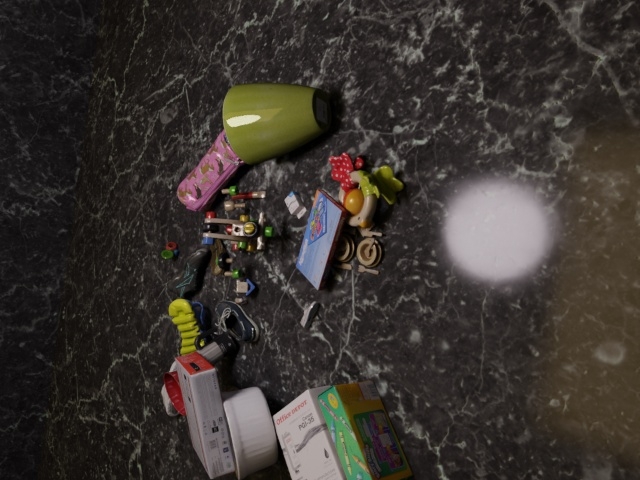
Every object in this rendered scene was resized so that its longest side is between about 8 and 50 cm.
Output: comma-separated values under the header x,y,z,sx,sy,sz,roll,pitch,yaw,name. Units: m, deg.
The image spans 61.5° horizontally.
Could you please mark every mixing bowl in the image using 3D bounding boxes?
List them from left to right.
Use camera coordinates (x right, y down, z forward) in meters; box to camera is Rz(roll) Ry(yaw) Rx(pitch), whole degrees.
x,y,z,sx,sy,sz,roll,pitch,yaw,name
-0.529,0.581,2.115,0.181,0.098,0.181,25,126,41,mixing bowl

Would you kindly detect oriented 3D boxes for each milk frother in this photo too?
x,y,z,sx,sy,sz,roll,pitch,yaw,name
-0.409,0.402,2.004,0.129,0.134,0.143,54,149,9,milk frother

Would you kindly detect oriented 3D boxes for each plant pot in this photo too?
x,y,z,sx,sy,sz,roll,pitch,yaw,name
-0.122,-0.408,1.779,0.293,0.275,0.275,-5,81,28,plant pot

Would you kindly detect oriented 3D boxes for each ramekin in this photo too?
x,y,z,sx,sy,sz,roll,pitch,yaw,name
-0.233,0.611,1.738,0.277,0.135,0.277,169,90,-73,ramekin

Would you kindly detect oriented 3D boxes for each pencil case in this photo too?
x,y,z,sx,sy,sz,roll,pitch,yaw,name
-0.403,-0.270,2.089,0.160,0.167,0.386,50,124,-1,pencil case

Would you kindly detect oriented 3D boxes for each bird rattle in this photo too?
x,y,z,sx,sy,sz,roll,pitch,yaw,name
0.103,-0.146,1.581,0.253,0.143,0.207,25,107,46,bird rattle

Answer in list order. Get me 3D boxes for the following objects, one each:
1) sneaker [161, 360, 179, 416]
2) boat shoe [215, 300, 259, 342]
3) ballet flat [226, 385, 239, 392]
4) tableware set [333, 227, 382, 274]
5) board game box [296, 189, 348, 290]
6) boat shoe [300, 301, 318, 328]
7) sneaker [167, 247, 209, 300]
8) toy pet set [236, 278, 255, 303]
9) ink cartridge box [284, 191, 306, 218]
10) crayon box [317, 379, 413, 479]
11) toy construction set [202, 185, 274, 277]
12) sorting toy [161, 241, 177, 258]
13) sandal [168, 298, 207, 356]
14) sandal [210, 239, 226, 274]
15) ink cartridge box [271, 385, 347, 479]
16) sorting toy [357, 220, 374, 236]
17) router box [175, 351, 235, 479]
x,y,z,sx,sy,sz,roll,pitch,yaw,name
-0.617,0.601,2.230,0.115,0.090,0.232,14,93,49,sneaker
-0.324,0.297,1.982,0.254,0.079,0.095,37,110,41,boat shoe
-0.333,0.642,1.963,0.073,0.080,0.232,-153,78,-72,ballet flat
0.099,0.028,1.616,0.194,0.039,0.128,9,96,46,tableware set
0.000,0.000,1.667,0.145,0.027,0.281,44,127,43,board game box
-0.039,0.235,1.739,0.035,0.035,0.100,39,118,38,boat shoe
-0.520,0.139,2.209,0.106,0.101,0.267,47,118,13,sneaker
-0.277,0.170,1.984,0.114,0.065,0.122,130,141,-74,toy pet set
-0.086,-0.121,1.837,0.048,0.028,0.083,-47,55,31,ink cartridge box
0.118,0.525,1.447,0.081,0.165,0.278,-43,56,32,crayon box
-0.248,-0.059,1.901,0.237,0.257,0.309,-3,57,20,toy construction set
-0.658,0.055,2.366,0.042,0.061,0.102,103,-178,-46,sorting toy
-0.486,0.368,2.111,0.126,0.138,0.317,-8,97,18,sandal
-0.396,0.058,2.115,0.072,0.049,0.180,-41,43,27,sandal
-0.008,0.607,1.596,0.207,0.117,0.283,-45,55,32,ink cartridge box
0.128,-0.060,1.627,0.062,0.012,0.083,-52,55,32,sorting toy
-0.387,0.560,1.774,0.301,0.082,0.335,0,101,66,router box
